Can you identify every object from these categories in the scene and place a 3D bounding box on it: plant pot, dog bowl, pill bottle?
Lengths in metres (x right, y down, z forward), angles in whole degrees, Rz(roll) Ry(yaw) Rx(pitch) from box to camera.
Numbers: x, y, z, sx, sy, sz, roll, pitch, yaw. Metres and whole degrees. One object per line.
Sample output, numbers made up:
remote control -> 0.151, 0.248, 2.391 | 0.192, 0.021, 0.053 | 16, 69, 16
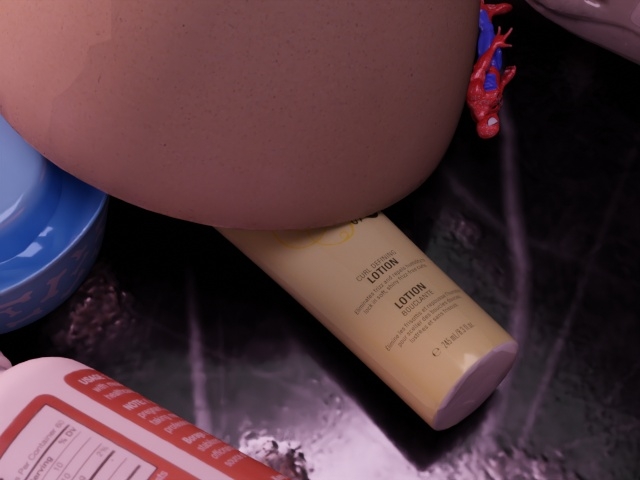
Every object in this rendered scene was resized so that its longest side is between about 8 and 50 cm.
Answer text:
plant pot -> -0.032, -0.172, 0.574 | 0.284, 0.191, 0.284 | 11, 46, -11
dog bowl -> -0.233, -0.066, 0.622 | 0.166, 0.074, 0.297 | -37, 68, -20
pill bottle -> -0.099, 0.126, 0.485 | 0.216, 0.121, 0.121 | 27, 63, 14

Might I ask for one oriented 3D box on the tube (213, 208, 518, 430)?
tube -> 0.000, 0.000, 0.599 | 0.240, 0.062, 0.070 | 44, 28, 27

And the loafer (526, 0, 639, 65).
loafer -> 0.216, -0.158, 0.677 | 0.319, 0.112, 0.111 | 46, 32, 21

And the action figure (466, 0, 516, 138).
action figure -> 0.104, -0.109, 0.674 | 0.030, 0.038, 0.115 | -1, 58, 19
